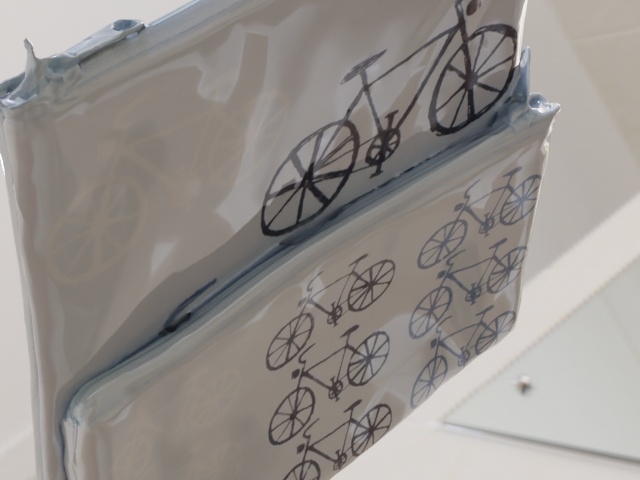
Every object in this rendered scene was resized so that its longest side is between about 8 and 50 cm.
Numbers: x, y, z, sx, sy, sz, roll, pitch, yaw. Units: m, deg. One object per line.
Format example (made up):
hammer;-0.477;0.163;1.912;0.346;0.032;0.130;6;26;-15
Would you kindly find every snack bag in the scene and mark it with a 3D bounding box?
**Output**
snack bag;0.000;0.000;0.759;0.323;0.037;0.343;-33;-37;-33
